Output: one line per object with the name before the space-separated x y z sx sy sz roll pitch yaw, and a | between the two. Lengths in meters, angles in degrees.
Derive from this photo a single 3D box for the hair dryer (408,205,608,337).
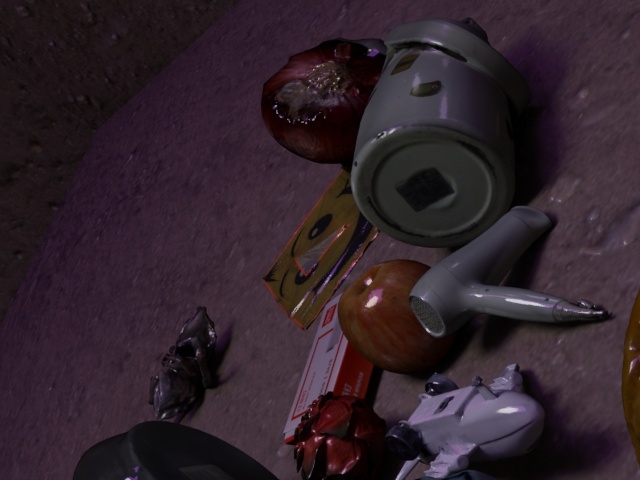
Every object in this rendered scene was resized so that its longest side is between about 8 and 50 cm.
hair dryer | 0.239 0.044 1.310 0.206 0.075 0.237 -39 32 -24

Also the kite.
kite | 0.002 0.001 1.910 0.327 0.013 0.377 -35 31 42

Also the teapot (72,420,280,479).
teapot | -0.220 0.425 1.352 0.306 0.376 0.361 34 100 28

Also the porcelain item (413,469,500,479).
porcelain item | 0.109 0.364 1.011 0.281 0.157 0.286 -48 24 13

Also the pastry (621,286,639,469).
pastry | 0.339 0.112 0.793 0.356 0.164 0.355 -24 62 57

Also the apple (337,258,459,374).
apple | 0.095 0.091 1.443 0.146 0.131 0.146 -46 18 20

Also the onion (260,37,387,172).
onion | 0.038 -0.208 1.914 0.272 0.272 0.195 -85 -7 -50

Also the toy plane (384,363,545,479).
toy plane | 0.143 0.192 1.181 0.251 0.101 0.255 -47 0 -30

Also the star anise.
star anise | -0.224 0.215 1.962 0.209 0.089 0.231 -66 16 6

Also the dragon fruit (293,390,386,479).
dragon fruit | 0.020 0.250 1.390 0.121 0.130 0.142 -16 78 49

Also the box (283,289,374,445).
box | 0.025 0.167 1.567 0.123 0.050 0.229 -39 26 52

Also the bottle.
bottle | 0.169 -0.177 1.586 0.229 0.229 0.351 -39 24 34
